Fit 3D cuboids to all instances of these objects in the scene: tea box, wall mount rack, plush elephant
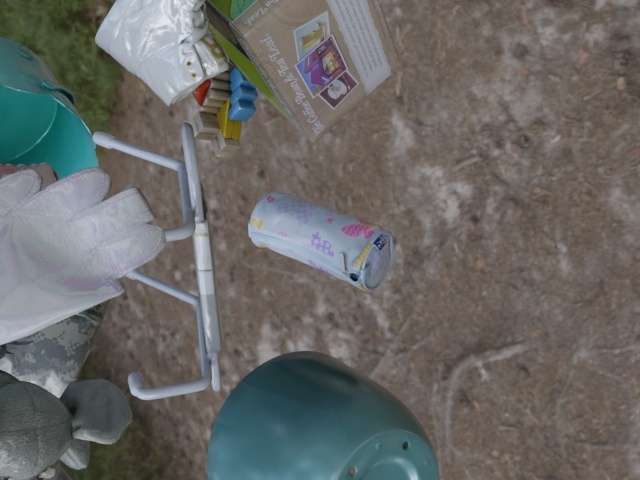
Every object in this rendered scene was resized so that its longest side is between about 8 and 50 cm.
[{"bbox_3d":[-0.074,-0.391,1.234,0.323,0.220,0.329,48,179,26],"label":"tea box"},{"bbox_3d":[-0.199,0.013,0.914,0.304,0.131,0.349,-116,21,-59],"label":"wall mount rack"},{"bbox_3d":[-0.392,0.258,0.931,0.255,0.272,0.329,13,96,55],"label":"plush elephant"}]

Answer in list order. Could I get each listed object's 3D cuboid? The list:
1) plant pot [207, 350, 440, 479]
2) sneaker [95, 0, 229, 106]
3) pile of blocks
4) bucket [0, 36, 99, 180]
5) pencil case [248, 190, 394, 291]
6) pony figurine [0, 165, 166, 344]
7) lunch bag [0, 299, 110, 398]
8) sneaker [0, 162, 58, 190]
[{"bbox_3d":[0.022,0.322,1.050,0.235,0.293,0.292,9,108,58],"label":"plant pot"},{"bbox_3d":[-0.164,-0.305,0.984,0.169,0.108,0.292,44,131,-4],"label":"sneaker"},{"bbox_3d":[-0.195,-0.349,1.506,0.149,0.113,0.361,10,97,48],"label":"pile of blocks"},{"bbox_3d":[-0.473,-0.145,1.075,0.183,0.281,0.281,57,140,37],"label":"bucket"},{"bbox_3d":[0.000,0.000,1.370,0.273,0.124,0.113,23,145,30],"label":"pencil case"},{"bbox_3d":[-0.326,-0.035,0.472,0.364,0.351,0.302,-3,117,53],"label":"pony figurine"},{"bbox_3d":[-0.535,0.142,1.277,0.213,0.305,0.255,-31,43,57],"label":"lunch bag"},{"bbox_3d":[-0.266,-0.045,0.636,0.134,0.070,0.051,33,144,27],"label":"sneaker"}]
